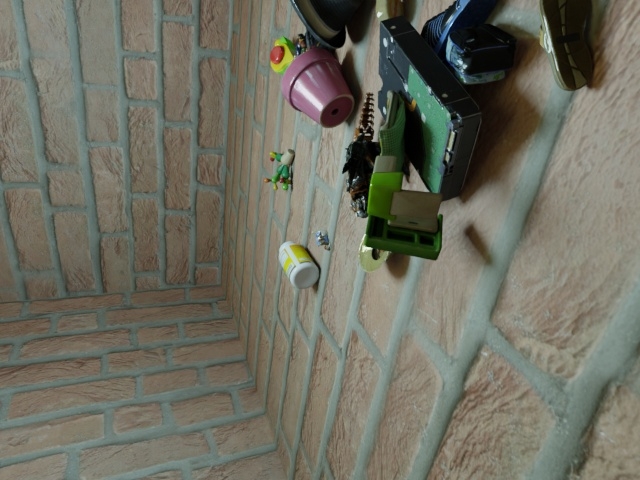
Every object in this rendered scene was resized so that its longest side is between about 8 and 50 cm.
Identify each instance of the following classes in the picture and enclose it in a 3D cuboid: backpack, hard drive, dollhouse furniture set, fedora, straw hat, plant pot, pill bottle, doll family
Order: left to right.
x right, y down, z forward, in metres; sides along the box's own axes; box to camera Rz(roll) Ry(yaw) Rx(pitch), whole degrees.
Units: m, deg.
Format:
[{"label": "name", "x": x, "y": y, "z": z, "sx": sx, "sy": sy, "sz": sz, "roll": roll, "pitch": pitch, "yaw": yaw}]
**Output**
[{"label": "pill bottle", "x": -0.094, "y": 0.089, "z": 1.722, "sx": 0.215, "sy": 0.117, "sz": 0.117, "roll": -127, "pitch": 40, "yaw": -53}, {"label": "doll family", "x": -0.057, "y": -0.716, "z": 1.593, "sx": 0.193, "sy": 0.076, "sz": 0.111, "roll": -113, "pitch": 25, "yaw": -44}, {"label": "plant pot", "x": 0.007, "y": -0.456, "z": 1.352, "sx": 0.180, "sy": 0.201, "sz": 0.201, "roll": 56, "pitch": 145, "yaw": 24}, {"label": "fedora", "x": 0.030, "y": -0.728, "z": 1.222, "sx": 0.153, "sy": 0.334, "sz": 0.333, "roll": -18, "pitch": 74, "yaw": 35}, {"label": "straw hat", "x": 0.168, "y": 0.023, "z": 1.171, "sx": 0.144, "sy": 0.061, "sz": 0.144, "roll": -36, "pitch": 47, "yaw": 50}, {"label": "dollhouse furniture set", "x": 0.190, "y": -0.144, "z": 0.901, "sx": 0.197, "sy": 0.152, "sz": 0.301, "roll": 89, "pitch": -167, "yaw": -51}, {"label": "hard drive", "x": 0.213, "y": -0.278, "z": 0.921, "sx": 0.236, "sy": 0.064, "sz": 0.338, "roll": 80, "pitch": 171, "yaw": -56}, {"label": "backpack", "x": 0.286, "y": -0.341, "z": 0.797, "sx": 0.084, "sy": 0.105, "sz": 0.114, "roll": 81, "pitch": 177, "yaw": -45}]

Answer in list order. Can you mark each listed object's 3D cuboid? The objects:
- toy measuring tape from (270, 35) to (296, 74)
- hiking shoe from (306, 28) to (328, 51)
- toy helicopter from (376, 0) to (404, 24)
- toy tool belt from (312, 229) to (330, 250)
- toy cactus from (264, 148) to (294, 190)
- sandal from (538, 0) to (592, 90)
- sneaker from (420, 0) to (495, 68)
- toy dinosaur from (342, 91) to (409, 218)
[{"label": "toy measuring tape", "x": -0.119, "y": -0.667, "z": 1.699, "sx": 0.330, "sy": 0.122, "sz": 0.121, "roll": 65, "pitch": 150, "yaw": 27}, {"label": "hiking shoe", "x": -0.010, "y": -0.641, "z": 1.467, "sx": 0.114, "sy": 0.086, "sz": 0.226, "roll": 85, "pitch": -165, "yaw": -81}, {"label": "toy helicopter", "x": 0.139, "y": -0.686, "z": 1.023, "sx": 0.140, "sy": 0.235, "sz": 0.354, "roll": 2, "pitch": 120, "yaw": 40}, {"label": "toy tool belt", "x": 0.000, "y": 0.000, "z": 1.574, "sx": 0.052, "sy": 0.051, "sz": 0.083, "roll": 124, "pitch": 137, "yaw": -55}, {"label": "toy cactus", "x": -0.174, "y": -0.330, "z": 1.902, "sx": 0.180, "sy": 0.112, "sz": 0.218, "roll": -52, "pitch": 36, "yaw": 43}, {"label": "sandal", "x": 0.369, "y": -0.314, "z": 0.667, "sx": 0.049, "sy": 0.072, "sz": 0.180, "roll": -176, "pitch": 79, "yaw": -88}, {"label": "sneaker", "x": 0.256, "y": -0.434, "z": 0.880, "sx": 0.090, "sy": 0.082, "sz": 0.232, "roll": 70, "pitch": 154, "yaw": 19}, {"label": "toy dinosaur", "x": 0.115, "y": -0.219, "z": 1.174, "sx": 0.218, "sy": 0.165, "sz": 0.321, "roll": -119, "pitch": 9, "yaw": -75}]
